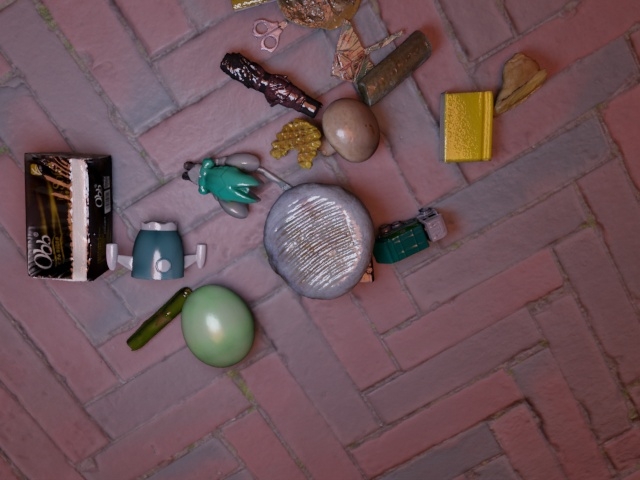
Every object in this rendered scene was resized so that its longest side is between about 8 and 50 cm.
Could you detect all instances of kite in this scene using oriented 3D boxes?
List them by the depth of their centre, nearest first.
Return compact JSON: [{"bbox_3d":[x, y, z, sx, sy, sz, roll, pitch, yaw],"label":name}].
[{"bbox_3d":[0.136,-0.572,1.465,0.249,0.012,0.229,-30,113,6],"label":"kite"}]

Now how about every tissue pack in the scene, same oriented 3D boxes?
[{"bbox_3d":[-0.732,-0.082,1.427,0.198,0.210,0.371,6,101,-2],"label":"tissue pack"}]

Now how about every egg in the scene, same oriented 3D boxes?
[{"bbox_3d":[-0.324,0.269,1.525,0.220,0.220,0.270,-25,92,2],"label":"egg"}]

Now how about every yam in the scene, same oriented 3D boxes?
[{"bbox_3d":[0.217,-0.510,1.439,0.259,0.093,0.093,-41,102,-4],"label":"yam"}]

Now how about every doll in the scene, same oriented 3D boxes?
[{"bbox_3d":[-0.283,-0.196,1.479,0.258,0.153,0.195,43,115,5],"label":"doll"}]

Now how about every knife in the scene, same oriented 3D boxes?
[{"bbox_3d":[-0.120,-0.178,1.547,0.210,0.015,0.028,32,92,-11],"label":"knife"}]

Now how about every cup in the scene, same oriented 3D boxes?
[{"bbox_3d":[-0.503,0.027,1.495,0.299,0.167,0.173,0,93,-31],"label":"cup"}]

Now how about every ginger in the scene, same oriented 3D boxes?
[{"bbox_3d":[0.593,-0.486,1.499,0.193,0.115,0.123,-42,80,13],"label":"ginger"}]

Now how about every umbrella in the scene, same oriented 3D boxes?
[{"bbox_3d":[-0.144,-0.463,1.443,0.325,0.094,0.090,26,126,-8],"label":"umbrella"}]

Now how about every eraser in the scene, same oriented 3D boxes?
[{"bbox_3d":[0.459,-0.354,1.521,0.157,0.069,0.226,-3,103,-5],"label":"eraser"}]

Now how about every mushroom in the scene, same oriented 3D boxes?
[{"bbox_3d":[0.072,-0.320,1.454,0.203,0.204,0.205,-1,102,-4],"label":"mushroom"}]

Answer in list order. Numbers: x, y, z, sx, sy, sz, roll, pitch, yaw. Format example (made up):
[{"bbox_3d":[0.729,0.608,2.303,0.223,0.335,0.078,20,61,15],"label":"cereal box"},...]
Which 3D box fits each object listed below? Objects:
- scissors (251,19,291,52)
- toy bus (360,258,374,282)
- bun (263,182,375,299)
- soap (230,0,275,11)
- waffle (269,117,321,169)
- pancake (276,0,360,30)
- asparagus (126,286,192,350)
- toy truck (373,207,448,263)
[{"bbox_3d":[-0.114,-0.647,1.446,0.188,0.015,0.100,-32,104,1],"label":"scissors"},{"bbox_3d":[0.137,0.056,1.596,0.072,0.057,0.172,-7,101,1],"label":"toy bus"},{"bbox_3d":[0.000,0.000,1.482,0.361,0.211,0.363,0,91,9],"label":"bun"},{"bbox_3d":[-0.145,-0.795,1.318,0.280,0.143,0.260,-13,88,5],"label":"soap"},{"bbox_3d":[-0.070,-0.288,1.454,0.051,0.194,0.149,15,109,-48],"label":"waffle"},{"bbox_3d":[-0.003,-0.755,1.409,0.281,0.049,0.283,-1,100,-7],"label":"pancake"},{"bbox_3d":[-0.526,0.259,1.589,0.277,0.067,0.060,-41,129,9],"label":"asparagus"},{"bbox_3d":[0.284,-0.011,1.553,0.253,0.124,0.114,-25,106,-1],"label":"toy truck"}]
